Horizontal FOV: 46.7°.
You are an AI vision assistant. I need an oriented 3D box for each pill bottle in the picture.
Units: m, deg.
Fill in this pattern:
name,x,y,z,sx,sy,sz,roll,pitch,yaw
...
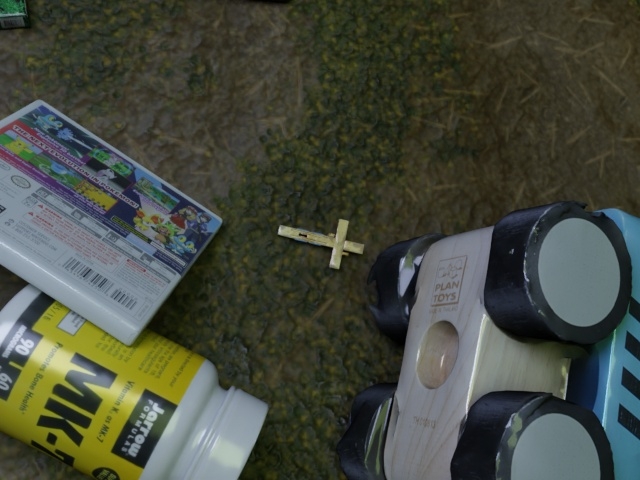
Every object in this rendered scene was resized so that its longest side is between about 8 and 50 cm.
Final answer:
name,x,y,z,sx,sy,sz,roll,pitch,yaw
pill bottle,-0.154,0.126,0.579,0.209,0.119,0.119,27,72,-1

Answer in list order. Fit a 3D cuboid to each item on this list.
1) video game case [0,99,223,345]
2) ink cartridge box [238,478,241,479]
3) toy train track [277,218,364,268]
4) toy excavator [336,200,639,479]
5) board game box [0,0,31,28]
name,x,y,z,sx,sy,sz,roll,pitch,yaw
video game case,-0.197,-0.025,0.605,0.201,0.023,0.183,33,31,-5
ink cartridge box,-0.085,0.354,0.541,0.165,0.065,0.332,32,46,-5
toy train track,0.000,0.000,0.713,0.083,0.014,0.048,13,81,-5
toy excavator,0.284,0.086,0.689,0.445,0.222,0.432,21,72,-23
board game box,-0.359,-0.315,0.686,0.136,0.030,0.259,-10,80,-19
